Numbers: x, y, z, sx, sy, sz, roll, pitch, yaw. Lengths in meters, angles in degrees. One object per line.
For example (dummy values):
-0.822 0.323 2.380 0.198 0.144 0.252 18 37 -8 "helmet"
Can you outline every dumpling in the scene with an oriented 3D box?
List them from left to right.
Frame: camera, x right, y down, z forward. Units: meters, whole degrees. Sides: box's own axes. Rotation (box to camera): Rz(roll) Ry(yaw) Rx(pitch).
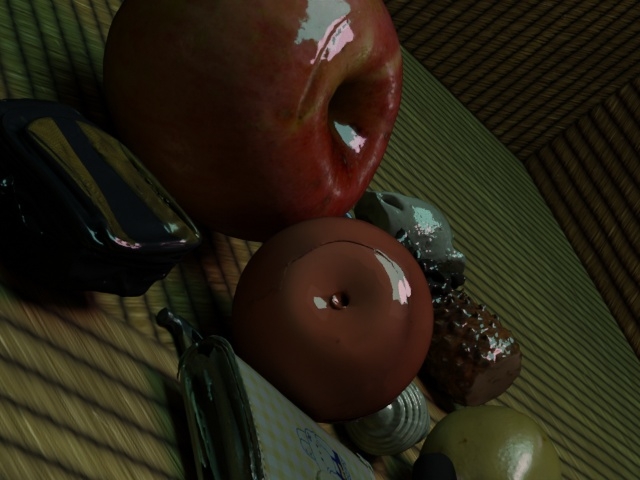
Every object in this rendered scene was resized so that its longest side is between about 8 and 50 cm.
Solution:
0.138 0.003 2.477 0.219 0.152 0.108 40 37 -8 "dumpling"

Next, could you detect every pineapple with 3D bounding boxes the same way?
0.183 0.118 2.335 0.310 0.141 0.170 52 -3 34 "pineapple"

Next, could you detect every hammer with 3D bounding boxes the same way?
-0.126 0.150 1.560 0.062 0.017 0.182 36 24 -46 "hammer"

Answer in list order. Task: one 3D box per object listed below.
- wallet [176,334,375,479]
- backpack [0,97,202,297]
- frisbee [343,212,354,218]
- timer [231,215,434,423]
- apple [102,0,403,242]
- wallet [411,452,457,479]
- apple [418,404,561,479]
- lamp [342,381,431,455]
-0.021 0.249 1.537 0.309 0.077 0.223 44 16 -43 "wallet"
-0.251 -0.048 1.448 0.258 0.133 0.206 52 23 22 "backpack"
-0.003 0.004 2.171 0.289 0.049 0.289 45 21 -22 "frisbee"
0.013 0.089 1.687 0.230 0.229 0.215 56 -14 11 "timer"
-0.088 -0.188 1.804 0.364 0.364 0.364 47 16 -18 "apple"
0.122 0.397 1.452 0.406 0.062 0.228 -88 174 -69 "wallet"
0.208 0.300 1.892 0.200 0.200 0.200 47 16 -18 "apple"
0.090 0.221 1.890 0.106 0.106 0.193 57 5 16 "lamp"
